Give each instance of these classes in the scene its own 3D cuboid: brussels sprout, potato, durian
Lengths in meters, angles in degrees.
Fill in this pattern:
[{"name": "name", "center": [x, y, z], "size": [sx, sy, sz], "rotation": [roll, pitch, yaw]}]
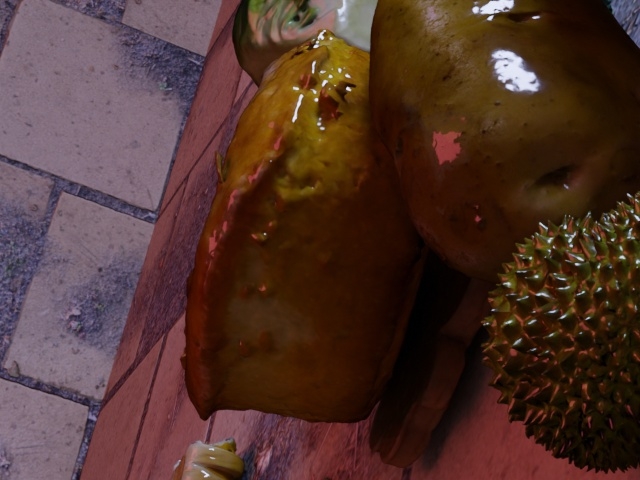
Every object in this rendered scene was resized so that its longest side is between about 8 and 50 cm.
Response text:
[{"name": "brussels sprout", "center": [0.004, -0.273, 1.807], "size": [0.219, 0.210, 0.271], "rotation": [-49, 21, -17]}, {"name": "potato", "center": [0.141, -0.118, 1.031], "size": [0.195, 0.176, 0.369], "rotation": [-32, 46, 21]}, {"name": "durian", "center": [0.179, 0.055, 0.829], "size": [0.198, 0.146, 0.159], "rotation": [123, 160, -48]}]

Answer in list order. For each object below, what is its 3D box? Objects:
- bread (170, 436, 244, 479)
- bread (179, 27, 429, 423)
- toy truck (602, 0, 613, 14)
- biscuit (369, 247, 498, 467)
[{"name": "bread", "center": [-0.152, 0.333, 1.728], "size": [0.119, 0.084, 0.177], "rotation": [137, 150, -62]}, {"name": "bread", "center": [-0.001, 0.003, 1.220], "size": [0.337, 0.204, 0.358], "rotation": [-51, -20, -72]}, {"name": "toy truck", "center": [0.193, -0.266, 1.235], "size": [0.128, 0.135, 0.259], "rotation": [-31, 58, 29]}, {"name": "biscuit", "center": [0.115, 0.067, 1.234], "size": [0.202, 0.044, 0.289], "rotation": [165, 124, -79]}]
